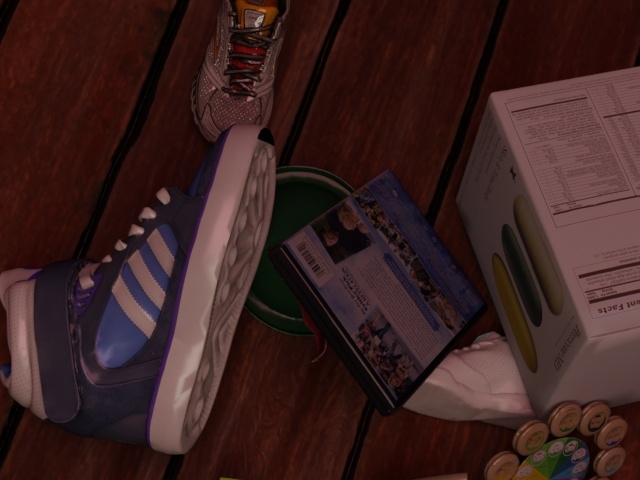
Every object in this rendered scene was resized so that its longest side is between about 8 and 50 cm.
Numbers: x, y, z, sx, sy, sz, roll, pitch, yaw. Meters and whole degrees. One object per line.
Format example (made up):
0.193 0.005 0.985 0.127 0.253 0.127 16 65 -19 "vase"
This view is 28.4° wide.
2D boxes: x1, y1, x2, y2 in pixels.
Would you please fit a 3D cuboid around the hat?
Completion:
0.000 0.000 1.220 0.173 0.183 0.208 -29 82 -14 "hat"

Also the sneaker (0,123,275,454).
-0.191 0.024 1.184 0.236 0.130 0.323 16 90 14 "sneaker"

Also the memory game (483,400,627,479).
0.221 0.232 1.216 0.186 0.186 0.012 -30 41 -14 "memory game"

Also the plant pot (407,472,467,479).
0.091 0.279 1.210 0.096 0.109 0.109 0 76 4 "plant pot"

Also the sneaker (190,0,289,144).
-0.081 -0.202 1.307 0.088 0.093 0.225 10 76 -6 "sneaker"

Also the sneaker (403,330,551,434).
0.154 0.130 1.276 0.212 0.080 0.094 14 63 -12 "sneaker"

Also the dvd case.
0.063 0.041 1.210 0.180 0.022 0.253 55 32 0 "dvd case"

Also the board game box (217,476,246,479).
-0.089 0.316 1.176 0.043 0.092 0.181 9 75 -5 "board game box"

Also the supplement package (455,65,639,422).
0.275 0.002 1.218 0.198 0.199 0.263 -11 62 -11 "supplement package"
